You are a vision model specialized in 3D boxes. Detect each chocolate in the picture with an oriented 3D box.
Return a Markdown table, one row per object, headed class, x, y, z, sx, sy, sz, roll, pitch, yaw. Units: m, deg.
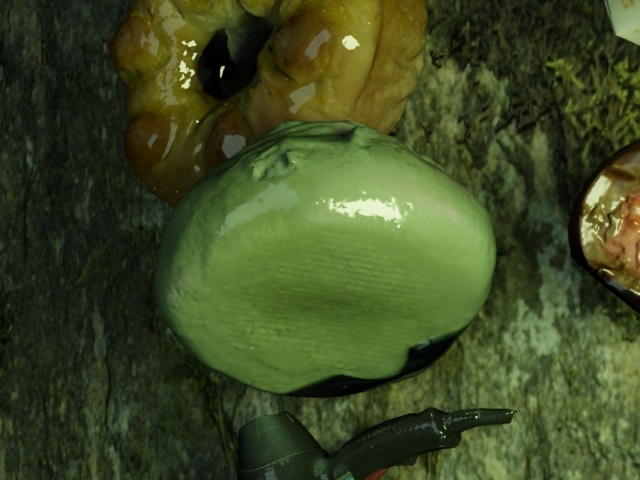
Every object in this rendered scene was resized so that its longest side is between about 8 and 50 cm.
| class | x | y | z | sx | sy | sz | roll | pitch | yaw |
| --- | --- | --- | --- | --- | --- | --- | --- | --- | --- |
| chocolate | 0.256 | -0.016 | 1.397 | 0.133 | 0.124 | 0.127 | -46 | 34 | 3 |

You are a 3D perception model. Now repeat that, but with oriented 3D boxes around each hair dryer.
| class | x | y | z | sx | sy | sz | roll | pitch | yaw |
| --- | --- | --- | --- | --- | --- | --- | --- | --- | --- |
| hair dryer | 0.058 | 0.216 | 1.568 | 0.272 | 0.091 | 0.235 | -35 | 68 | 29 |

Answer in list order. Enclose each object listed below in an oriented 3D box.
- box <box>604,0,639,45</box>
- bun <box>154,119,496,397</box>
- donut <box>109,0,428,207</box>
| class | x | y | z | sx | sy | sz | roll | pitch | yaw |
| --- | --- | --- | --- | --- | --- | --- | --- | --- | --- |
| box | 0.336 | -0.206 | 1.338 | 0.233 | 0.149 | 0.067 | -28 | 60 | 36 |
| bun | 0.000 | 0.000 | 1.552 | 0.283 | 0.283 | 0.179 | -38 | 38 | 32 |
| donut | -0.051 | -0.164 | 1.697 | 0.317 | 0.150 | 0.299 | -6 | 78 | 42 |
